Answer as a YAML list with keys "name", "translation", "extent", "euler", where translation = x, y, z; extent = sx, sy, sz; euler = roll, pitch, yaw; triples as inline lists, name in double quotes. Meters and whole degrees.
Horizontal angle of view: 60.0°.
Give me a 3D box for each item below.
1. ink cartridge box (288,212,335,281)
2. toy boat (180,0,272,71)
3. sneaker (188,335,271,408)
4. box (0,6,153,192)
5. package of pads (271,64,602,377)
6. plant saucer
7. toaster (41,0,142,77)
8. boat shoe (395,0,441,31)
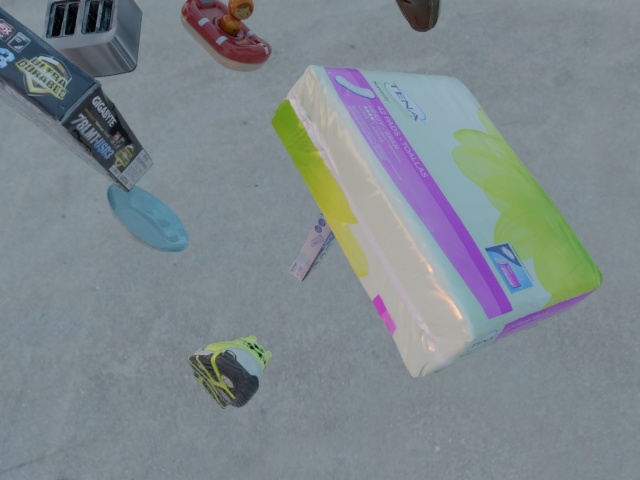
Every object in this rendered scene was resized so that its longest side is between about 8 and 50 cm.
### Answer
- name: "ink cartridge box"
  translation: [0.000, 0.000, 1.311]
  extent: [0.046, 0.207, 0.097]
  euler: [38, 41, 9]
- name: "toy boat"
  translation: [-0.207, -0.515, 1.311]
  extent: [0.231, 0.151, 0.151]
  euler: [45, 38, 2]
- name: "sneaker"
  translation: [-0.178, 0.253, 1.156]
  extent: [0.147, 0.385, 0.145]
  euler: [-42, 91, -23]
- name: "box"
  translation: [-0.377, -0.205, 0.714]
  extent: [0.296, 0.293, 0.073]
  euler: [36, 77, 1]
- name: "package of pads"
  translation: [0.117, -0.041, 0.548]
  extent: [0.229, 0.101, 0.296]
  euler: [-10, 63, -39]
- name: "plant saucer"
  translation: [-0.356, -0.037, 1.122]
  extent: [0.037, 0.195, 0.195]
  euler: [-45, 53, 16]
- name: "toaster"
  translation: [-0.477, -0.430, 1.162]
  extent: [0.168, 0.110, 0.185]
  euler: [-3, 71, 7]
- name: "boat shoe"
  translation: [0.158, -0.486, 1.032]
  extent: [0.095, 0.257, 0.095]
  euler: [7, 60, 32]
